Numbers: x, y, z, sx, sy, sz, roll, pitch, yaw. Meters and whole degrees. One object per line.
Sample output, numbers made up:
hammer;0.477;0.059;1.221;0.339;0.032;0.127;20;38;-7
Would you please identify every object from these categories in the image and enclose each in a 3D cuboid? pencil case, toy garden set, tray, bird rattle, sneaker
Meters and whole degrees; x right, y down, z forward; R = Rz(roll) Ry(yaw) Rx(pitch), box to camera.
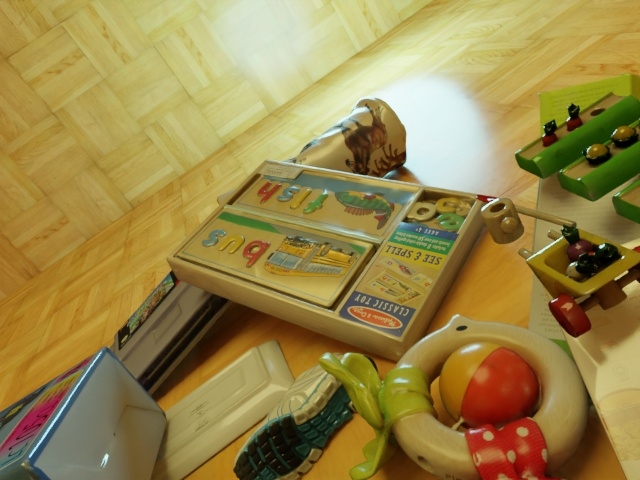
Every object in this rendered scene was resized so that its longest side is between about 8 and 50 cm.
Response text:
pencil case;-0.021;-0.120;1.036;0.410;0.160;0.183;-35;14;-3
toy garden set;0.214;-0.046;0.388;0.204;0.049;0.244;-33;25;3
tray;-0.163;0.242;0.706;0.270;0.030;0.145;-36;25;-4
bird rattle;0.125;0.140;0.418;0.207;0.143;0.254;-38;25;-28
sneaker;-0.022;0.198;0.581;0.191;0.071;0.083;-36;17;-23

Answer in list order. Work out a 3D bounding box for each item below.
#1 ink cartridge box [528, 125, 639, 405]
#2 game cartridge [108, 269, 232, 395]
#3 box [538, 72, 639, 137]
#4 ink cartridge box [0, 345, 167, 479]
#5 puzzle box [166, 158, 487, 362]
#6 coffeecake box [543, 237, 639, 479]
ink cartridge box;0.301;0.028;0.464;0.189;0.097;0.255;-2;74;49
game cartridge;-0.270;0.137;0.916;0.355;0.068;0.230;-49;30;-4
box;0.317;-0.094;0.600;0.042;0.178;0.109;-4;4;-37
ink cartridge box;-0.395;0.324;0.567;0.396;0.151;0.270;-34;13;-1
puzzle box;0.000;0.000;0.753;0.409;0.052;0.272;14;50;32
coffeecake box;0.253;0.087;0.334;0.142;0.068;0.185;-24;54;21
